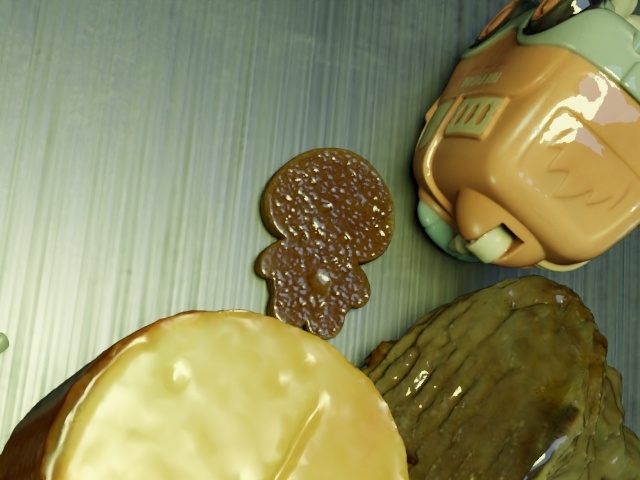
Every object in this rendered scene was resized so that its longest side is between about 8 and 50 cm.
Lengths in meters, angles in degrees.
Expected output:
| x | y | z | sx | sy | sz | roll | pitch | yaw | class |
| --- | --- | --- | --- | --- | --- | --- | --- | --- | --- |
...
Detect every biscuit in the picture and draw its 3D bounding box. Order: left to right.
| x | y | z | sx | sy | sz | roll | pitch | yaw | class |
| --- | --- | --- | --- | --- | --- | --- | --- | --- | --- |
| 0.000 | 0.000 | 0.978 | 0.124 | 0.026 | 0.175 | 20 | 72 | -13 | biscuit |

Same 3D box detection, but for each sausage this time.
| x | y | z | sx | sy | sz | roll | pitch | yaw | class |
| --- | --- | --- | --- | --- | --- | --- | --- | --- | --- |
| -0.101 | 0.179 | 0.762 | 0.233 | 0.287 | 0.233 | 7 | 72 | -22 | sausage |

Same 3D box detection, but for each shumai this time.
| x | y | z | sx | sy | sz | roll | pitch | yaw | class |
| --- | --- | --- | --- | --- | --- | --- | --- | --- | --- |
| 0.157 | 0.214 | 0.941 | 0.283 | 0.217 | 0.346 | 34 | 77 | -43 | shumai |

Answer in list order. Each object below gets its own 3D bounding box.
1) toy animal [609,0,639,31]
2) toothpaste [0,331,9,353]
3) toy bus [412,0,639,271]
| x | y | z | sx | sy | sz | roll | pitch | yaw | class |
| --- | --- | --- | --- | --- | --- | --- | --- | --- | --- |
| 0.320 | -0.191 | 1.113 | 0.124 | 0.085 | 0.071 | 28 | 87 | -6 | toy animal |
| -0.320 | 0.130 | 0.830 | 0.197 | 0.035 | 0.057 | -36 | 85 | -20 | toothpaste |
| 0.192 | -0.075 | 0.943 | 0.194 | 0.287 | 0.232 | 40 | 84 | -12 | toy bus |
